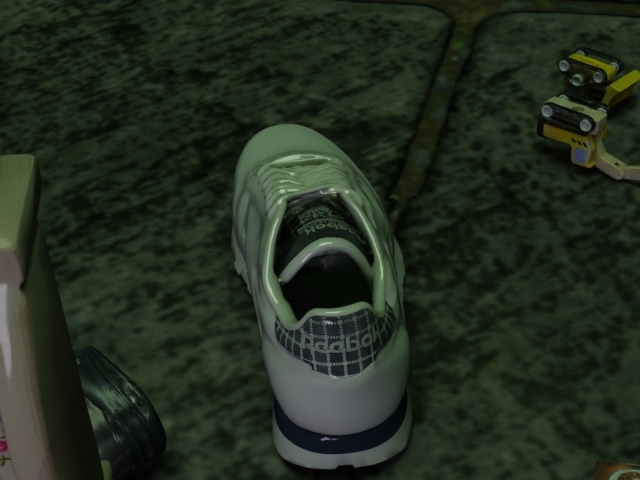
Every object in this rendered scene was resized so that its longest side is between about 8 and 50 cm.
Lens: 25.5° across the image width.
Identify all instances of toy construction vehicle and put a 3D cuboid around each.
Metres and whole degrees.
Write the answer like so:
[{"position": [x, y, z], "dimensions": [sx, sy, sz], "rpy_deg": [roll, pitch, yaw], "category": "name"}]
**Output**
[{"position": [0.168, -0.069, 0.805], "dimensions": [0.098, 0.035, 0.086], "rpy_deg": [24, 38, 28], "category": "toy construction vehicle"}]

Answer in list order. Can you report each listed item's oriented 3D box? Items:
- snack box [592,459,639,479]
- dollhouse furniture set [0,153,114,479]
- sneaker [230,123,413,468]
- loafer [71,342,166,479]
[{"position": [0.196, 0.130, 0.566], "dimensions": [0.178, 0.022, 0.064], "rpy_deg": [6, 41, 15], "category": "snack box"}, {"position": [-0.110, 0.109, 0.380], "dimensions": [0.303, 0.356, 0.174], "rpy_deg": [-5, 41, 2], "category": "dollhouse furniture set"}, {"position": [0.000, 0.000, 0.697], "dimensions": [0.090, 0.095, 0.235], "rpy_deg": [-13, 39, -4], "category": "sneaker"}, {"position": [-0.149, 0.064, 0.671], "dimensions": [0.061, 0.062, 0.170], "rpy_deg": [-38, 47, -25], "category": "loafer"}]
